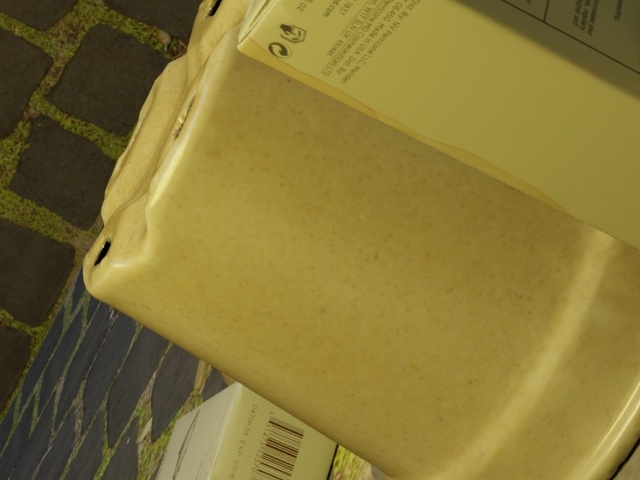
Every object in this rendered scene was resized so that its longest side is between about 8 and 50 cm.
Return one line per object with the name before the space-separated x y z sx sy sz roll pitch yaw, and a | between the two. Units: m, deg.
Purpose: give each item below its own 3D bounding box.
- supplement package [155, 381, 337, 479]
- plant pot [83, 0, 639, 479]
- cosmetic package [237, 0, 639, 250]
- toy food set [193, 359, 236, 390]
supplement package | -0.073 0.209 1.307 0.179 0.105 0.105 -38 31 59
plant pot | 0.029 -0.007 0.927 0.334 0.305 0.334 -56 18 29
cosmetic package | 0.130 -0.116 0.757 0.113 0.309 0.160 -42 26 54
toy food set | -0.068 0.104 1.601 0.192 0.038 0.132 -22 49 53
